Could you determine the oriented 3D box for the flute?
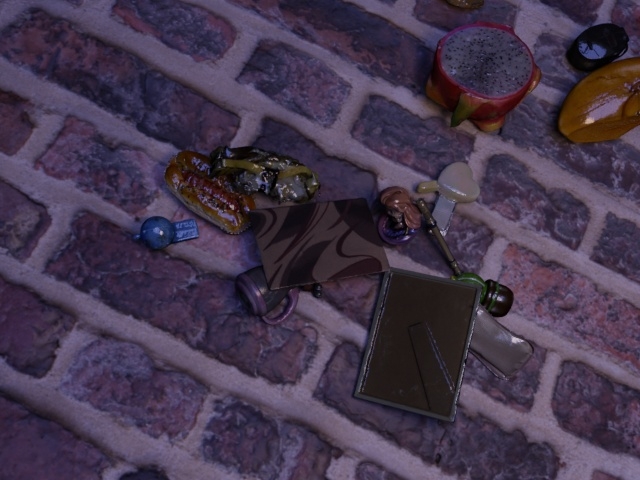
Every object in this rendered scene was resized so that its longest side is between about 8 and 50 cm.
[{"bbox_3d":[0.303,-0.007,1.583,0.027,0.027,0.233,-35,105,-14],"label":"flute"}]

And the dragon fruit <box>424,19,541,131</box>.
[{"bbox_3d":[0.422,-0.438,1.682,0.290,0.189,0.291,2,67,-4],"label":"dragon fruit"}]

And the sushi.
[{"bbox_3d":[-0.142,-0.156,1.538,0.291,0.139,0.131,7,76,-32],"label":"sushi"}]

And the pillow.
[{"bbox_3d":[0.413,0.244,1.546,0.232,0.038,0.131,36,114,2],"label":"pillow"}]

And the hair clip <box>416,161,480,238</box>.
[{"bbox_3d":[0.332,-0.121,1.646,0.159,0.071,0.219,25,70,3],"label":"hair clip"}]

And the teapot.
[{"bbox_3d":[-0.116,0.120,1.505,0.146,0.116,0.148,-31,77,-23],"label":"teapot"}]

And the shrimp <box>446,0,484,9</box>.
[{"bbox_3d":[0.386,-0.779,1.825,0.253,0.058,0.173,41,67,1],"label":"shrimp"}]

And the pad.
[{"bbox_3d":[0.000,0.000,1.543,0.330,0.004,0.220,-8,66,-23],"label":"pad"}]

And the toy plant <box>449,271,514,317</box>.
[{"bbox_3d":[0.399,0.134,1.570,0.162,0.093,0.093,19,74,-1],"label":"toy plant"}]

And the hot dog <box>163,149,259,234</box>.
[{"bbox_3d":[-0.273,-0.124,1.566,0.268,0.075,0.144,36,74,4],"label":"hot dog"}]

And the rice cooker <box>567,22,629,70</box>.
[{"bbox_3d":[0.799,-0.556,1.789,0.165,0.106,0.112,-17,78,-15],"label":"rice cooker"}]

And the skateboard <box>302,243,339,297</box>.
[{"bbox_3d":[-0.008,0.063,1.563,0.080,0.067,0.151,22,69,9],"label":"skateboard"}]

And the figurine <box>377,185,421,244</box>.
[{"bbox_3d":[0.202,-0.077,1.575,0.114,0.157,0.126,-14,37,-14],"label":"figurine"}]

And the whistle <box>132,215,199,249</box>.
[{"bbox_3d":[-0.381,-0.023,1.522,0.157,0.090,0.090,-14,78,-9],"label":"whistle"}]

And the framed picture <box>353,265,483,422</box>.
[{"bbox_3d":[0.238,0.244,1.508,0.247,0.022,0.335,11,76,18],"label":"framed picture"}]

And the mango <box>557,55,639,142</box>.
[{"bbox_3d":[0.807,-0.378,1.716,0.350,0.201,0.199,-23,43,-4],"label":"mango"}]
